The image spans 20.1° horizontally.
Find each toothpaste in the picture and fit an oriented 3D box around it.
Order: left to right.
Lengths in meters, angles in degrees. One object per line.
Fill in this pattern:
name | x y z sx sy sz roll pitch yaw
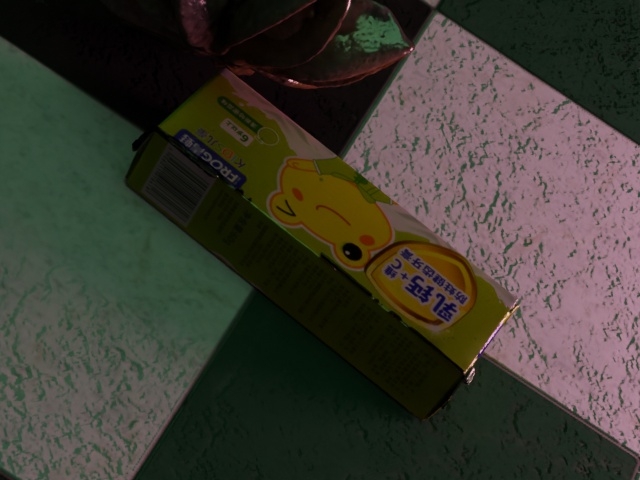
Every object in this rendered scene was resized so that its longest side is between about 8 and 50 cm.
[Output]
toothpaste | 0.000 0.000 1.473 0.327 0.077 0.110 38 44 3

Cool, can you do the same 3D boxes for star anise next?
star anise | -0.077 -0.200 1.483 0.315 0.315 0.108 24 89 -11
